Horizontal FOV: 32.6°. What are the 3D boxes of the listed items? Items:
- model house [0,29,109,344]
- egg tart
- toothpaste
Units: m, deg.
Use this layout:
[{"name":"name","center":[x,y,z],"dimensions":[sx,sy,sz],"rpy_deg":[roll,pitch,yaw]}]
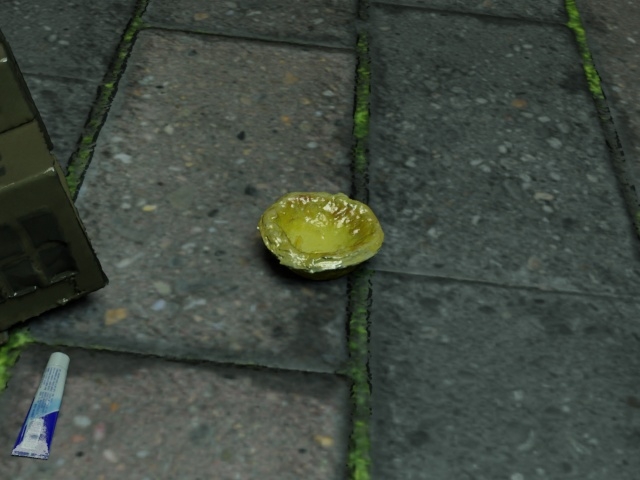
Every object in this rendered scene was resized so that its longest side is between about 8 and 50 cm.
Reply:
[{"name":"model house","center":[-0.311,-0.036,0.776],"dimensions":[0.243,0.204,0.211],"rpy_deg":[-23,44,-10]},{"name":"egg tart","center":[0.000,0.000,0.886],"dimensions":[0.105,0.039,0.105],"rpy_deg":[5,38,-3]},{"name":"toothpaste","center":[-0.186,0.111,0.736],"dimensions":[0.024,0.015,0.083],"rpy_deg":[7,43,-3]}]
